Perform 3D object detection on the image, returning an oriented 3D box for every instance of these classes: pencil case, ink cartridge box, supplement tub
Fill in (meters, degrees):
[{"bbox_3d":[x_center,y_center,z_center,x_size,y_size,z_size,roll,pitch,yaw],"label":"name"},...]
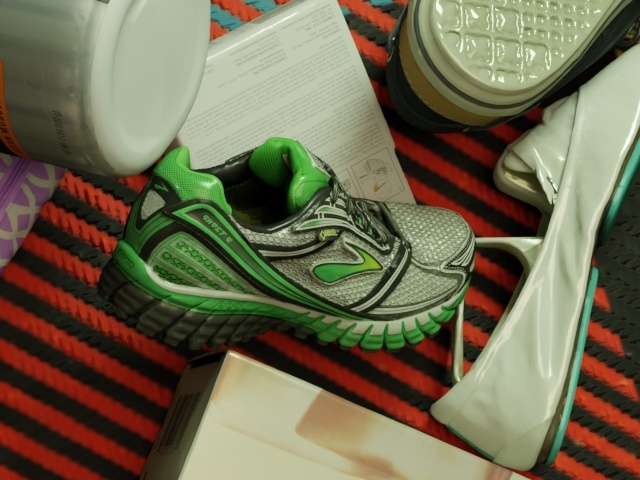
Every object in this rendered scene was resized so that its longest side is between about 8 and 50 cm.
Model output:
[{"bbox_3d":[-0.248,-0.054,1.565,0.086,0.088,0.206,31,73,-11],"label":"pencil case"},{"bbox_3d":[-0.031,-0.072,1.667,0.181,0.056,0.224,-29,109,-20],"label":"ink cartridge box"},{"bbox_3d":[-0.257,-0.168,1.468,0.316,0.193,0.193,14,75,20],"label":"supplement tub"}]

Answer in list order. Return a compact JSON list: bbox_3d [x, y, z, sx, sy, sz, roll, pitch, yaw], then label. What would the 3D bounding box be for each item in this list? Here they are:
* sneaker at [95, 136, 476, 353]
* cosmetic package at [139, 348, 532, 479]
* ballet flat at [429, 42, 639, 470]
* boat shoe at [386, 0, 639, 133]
[{"bbox_3d":[0.000,0.000,1.543,0.343,0.134,0.146,-1,124,-42],"label":"sneaker"},{"bbox_3d":[0.019,0.203,1.576,0.296,0.153,0.129,25,76,-14],"label":"cosmetic package"},{"bbox_3d":[0.191,-0.006,1.685,0.139,0.139,0.400,22,77,-13],"label":"ballet flat"},{"bbox_3d":[0.231,-0.255,1.719,0.187,0.156,0.500,48,60,0],"label":"boat shoe"}]
